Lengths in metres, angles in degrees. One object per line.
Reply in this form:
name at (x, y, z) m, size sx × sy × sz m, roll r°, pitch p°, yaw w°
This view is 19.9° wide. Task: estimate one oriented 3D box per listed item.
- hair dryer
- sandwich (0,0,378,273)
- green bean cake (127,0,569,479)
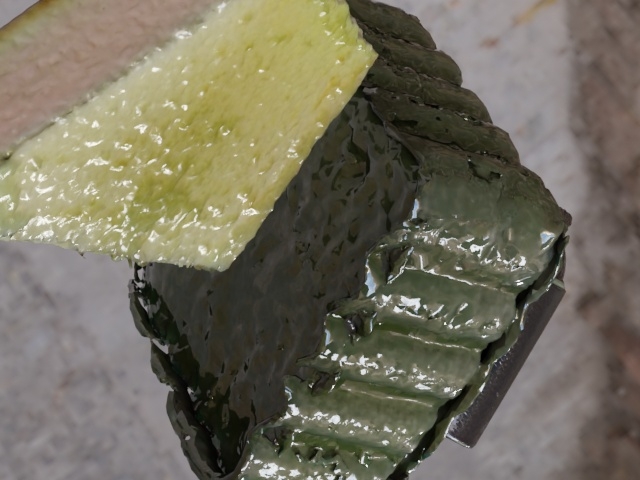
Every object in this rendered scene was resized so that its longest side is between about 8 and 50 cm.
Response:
hair dryer at (0.103, 0.046, 1.334) m, size 0.195 × 0.078 × 0.248 m, roll -60°, pitch 157°, yaw 4°
sandwich at (-0.058, -0.068, 0.680) m, size 0.162 × 0.058 × 0.193 m, roll -55°, pitch 153°, yaw 17°
green bean cake at (0.000, 0.000, 1.042) m, size 0.132 × 0.255 × 0.241 m, roll 12°, pitch 118°, yaw -32°
